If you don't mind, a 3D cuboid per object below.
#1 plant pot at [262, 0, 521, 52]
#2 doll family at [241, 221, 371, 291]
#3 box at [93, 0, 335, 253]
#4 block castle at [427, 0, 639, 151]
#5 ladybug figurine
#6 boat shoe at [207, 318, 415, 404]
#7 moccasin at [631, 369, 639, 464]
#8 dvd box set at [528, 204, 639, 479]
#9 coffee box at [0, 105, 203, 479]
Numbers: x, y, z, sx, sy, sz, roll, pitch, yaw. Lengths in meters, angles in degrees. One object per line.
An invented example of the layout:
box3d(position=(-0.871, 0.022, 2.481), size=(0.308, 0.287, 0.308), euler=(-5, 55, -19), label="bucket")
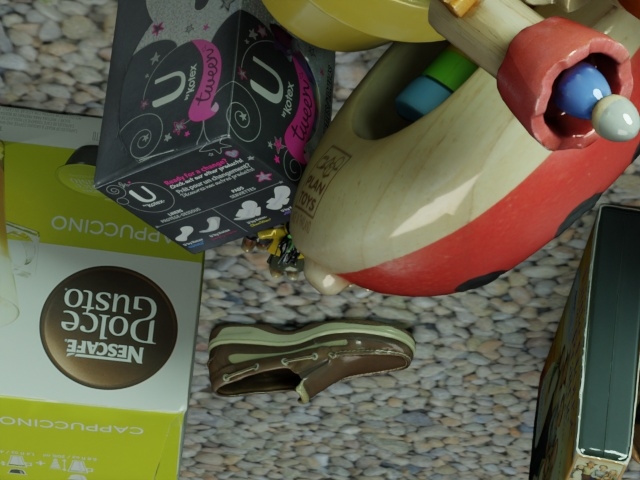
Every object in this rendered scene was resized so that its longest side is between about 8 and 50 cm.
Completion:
box3d(position=(0.050, -0.260, 1.540), size=(0.254, 0.254, 0.239), euler=(13, 163, -14), label="plant pot")
box3d(position=(0.000, 0.000, 2.142), size=(0.193, 0.076, 0.111), euler=(5, 146, -10), label="doll family")
box3d(position=(-0.088, -0.141, 1.733), size=(0.163, 0.247, 0.142), euler=(-19, 143, 34), label="box")
box3d(position=(0.237, -0.293, 1.254), size=(0.453, 0.213, 0.303), euler=(-44, 138, -3), label="block castle")
box3d(position=(0.160, -0.113, 1.594), size=(0.162, 0.449, 0.305), euler=(45, 178, -20), label="ladybug figurine")
box3d(position=(-0.012, 0.158, 2.382), size=(0.257, 0.095, 0.095), euler=(-3, 149, 12), label="boat shoe")
box3d(position=(0.401, 0.099, 2.135), size=(0.139, 0.147, 0.380), euler=(12, 132, -9), label="moccasin")
box3d(position=(0.293, 0.196, 2.199), size=(0.062, 0.308, 0.420), euler=(9, 150, 1), label="dvd box set")
box3d(position=(-0.299, 0.092, 2.071), size=(0.337, 0.334, 0.338), euler=(6, 150, -4), label="coffee box")
